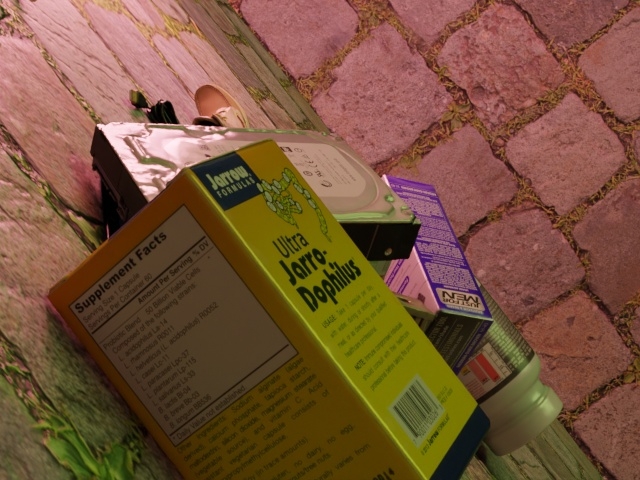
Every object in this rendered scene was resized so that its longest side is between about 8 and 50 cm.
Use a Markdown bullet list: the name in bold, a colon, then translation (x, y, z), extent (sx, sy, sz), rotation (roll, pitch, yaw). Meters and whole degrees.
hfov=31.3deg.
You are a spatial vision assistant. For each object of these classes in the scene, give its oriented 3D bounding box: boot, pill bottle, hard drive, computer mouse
- **boot**: translation (-0.182, -0.200, 1.991), extent (0.213, 0.077, 0.165), rotation (61, 13, 16)
- **pill bottle**: translation (0.303, 0.233, 2.267), extent (0.363, 0.210, 0.210), rotation (52, 10, 1)
- **hard drive**: translation (-0.078, -0.060, 1.359), extent (0.339, 0.064, 0.237), rotation (-1, 33, -30)
- **computer mouse**: translation (-0.227, -0.162, 1.701), extent (0.184, 0.060, 0.262), rotation (53, 9, 3)

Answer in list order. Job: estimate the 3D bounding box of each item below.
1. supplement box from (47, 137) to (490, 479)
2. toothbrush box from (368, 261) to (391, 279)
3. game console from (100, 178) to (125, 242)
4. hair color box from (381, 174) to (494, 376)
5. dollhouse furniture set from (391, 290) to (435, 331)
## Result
- **supplement box**: translation (-0.040, 0.111, 1.059), extent (0.356, 0.194, 0.195), rotation (53, 24, 2)
- **toothbrush box**: translation (-0.037, -0.039, 1.609), extent (0.283, 0.122, 0.206), rotation (22, 4, 12)
- **game console**: translation (-0.108, 0.012, 1.329), extent (0.293, 0.250, 0.173), rotation (-111, -173, -58)
- **hair color box**: translation (0.149, 0.070, 1.860), extent (0.110, 0.185, 0.339), rotation (12, 37, -22)
- **dollhouse furniture set**: translation (0.061, 0.121, 1.730), extent (0.129, 0.129, 0.184), rotation (18, 12, -21)
